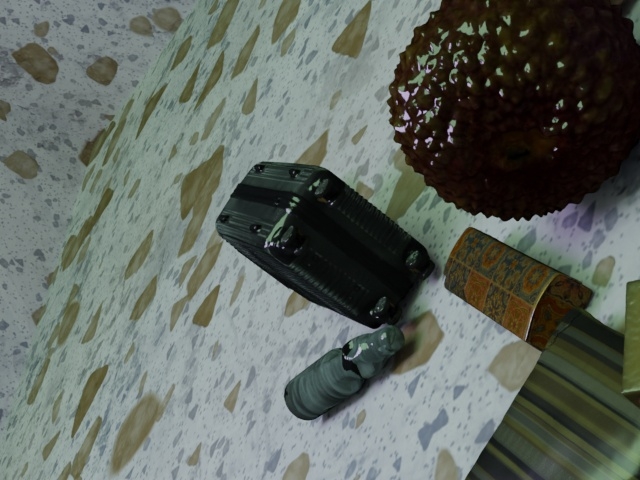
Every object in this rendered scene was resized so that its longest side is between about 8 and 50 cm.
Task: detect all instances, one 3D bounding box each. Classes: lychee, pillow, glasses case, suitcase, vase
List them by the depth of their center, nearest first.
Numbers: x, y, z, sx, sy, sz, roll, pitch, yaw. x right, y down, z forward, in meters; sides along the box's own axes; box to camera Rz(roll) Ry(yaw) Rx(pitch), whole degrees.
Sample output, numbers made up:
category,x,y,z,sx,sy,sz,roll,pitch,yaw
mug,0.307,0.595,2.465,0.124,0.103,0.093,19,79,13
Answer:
category,x,y,z,sx,sy,sz,roll,pitch,yaw
pillow,0.212,0.173,1.089,0.212,0.052,0.208,-57,26,1
lychee,0.196,-0.157,1.278,0.271,0.271,0.271,-51,23,32
glasses case,0.189,0.046,1.311,0.075,0.049,0.218,-62,20,4
vase,0.032,0.152,1.557,0.211,0.060,0.060,-40,30,46
suitcase,0.000,0.000,1.624,0.128,0.202,0.312,-55,18,-7

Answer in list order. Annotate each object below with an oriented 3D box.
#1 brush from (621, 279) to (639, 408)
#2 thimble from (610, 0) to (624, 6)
category,x,y,z,sx,sy,sz,roll,pitch,yaw
brush,0.273,0.130,0.958,0.103,0.047,0.233,-13,51,36
thimble,0.251,-0.325,1.464,0.239,0.162,0.239,-54,21,33
